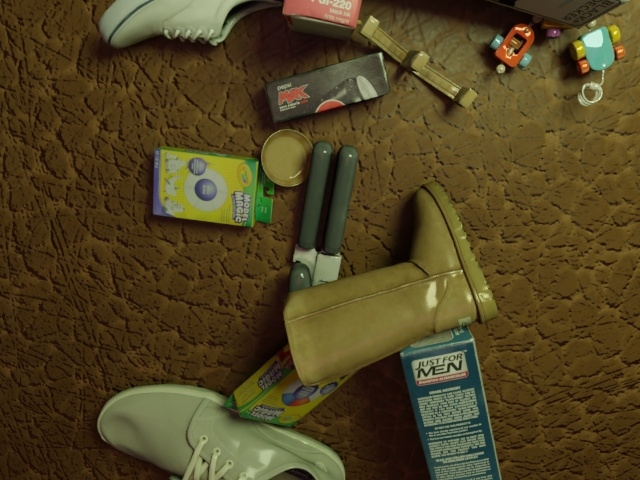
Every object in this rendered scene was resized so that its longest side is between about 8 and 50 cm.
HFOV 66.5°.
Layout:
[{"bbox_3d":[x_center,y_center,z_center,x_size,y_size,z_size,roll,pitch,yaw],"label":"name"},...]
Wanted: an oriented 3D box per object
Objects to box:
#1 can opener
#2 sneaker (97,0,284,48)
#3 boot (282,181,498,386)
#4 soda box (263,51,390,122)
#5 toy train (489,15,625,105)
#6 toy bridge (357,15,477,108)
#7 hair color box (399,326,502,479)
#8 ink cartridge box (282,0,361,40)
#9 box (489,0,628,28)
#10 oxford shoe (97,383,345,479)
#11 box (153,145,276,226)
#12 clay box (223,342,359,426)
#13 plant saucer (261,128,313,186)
[{"bbox_3d":[0.000,0.000,0.731,0.075,0.095,0.284,10,113,-1],"label":"can opener"},{"bbox_3d":[-0.169,-0.305,0.650,0.258,0.094,0.091,-22,100,8],"label":"sneaker"},{"bbox_3d":[0.074,0.050,0.680,0.269,0.236,0.089,-18,145,4],"label":"boot"},{"bbox_3d":[0.010,-0.214,0.690,0.168,0.053,0.060,-13,105,7],"label":"soda box"},{"bbox_3d":[0.321,-0.261,0.669,0.166,0.046,0.125,28,107,-2],"label":"toy train"},{"bbox_3d":[0.127,-0.245,0.668,0.188,0.063,0.026,29,107,-16],"label":"toy bridge"},{"bbox_3d":[0.201,0.274,0.764,0.105,0.174,0.348,-13,105,8],"label":"hair color box"},{"bbox_3d":[0.019,-0.369,0.589,0.092,0.158,0.218,9,107,-3],"label":"ink cartridge box"},{"bbox_3d":[0.219,-0.375,0.564,0.289,0.087,0.169,10,89,-10],"label":"box"},{"bbox_3d":[-0.169,0.372,0.835,0.449,0.130,0.169,21,108,-2],"label":"oxford shoe"},{"bbox_3d":[-0.160,-0.080,0.744,0.179,0.043,0.105,6,107,-1],"label":"box"},{"bbox_3d":[-0.039,0.230,0.794,0.222,0.053,0.127,-44,136,13],"label":"clay box"},{"bbox_3d":[-0.050,-0.122,0.727,0.083,0.015,0.084,-3,99,-22],"label":"plant saucer"}]
